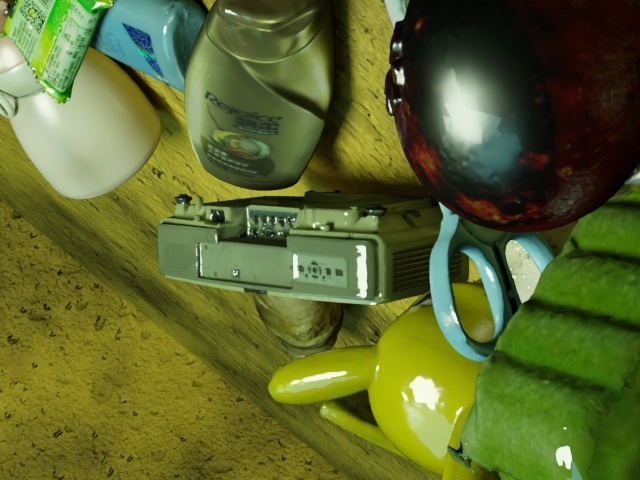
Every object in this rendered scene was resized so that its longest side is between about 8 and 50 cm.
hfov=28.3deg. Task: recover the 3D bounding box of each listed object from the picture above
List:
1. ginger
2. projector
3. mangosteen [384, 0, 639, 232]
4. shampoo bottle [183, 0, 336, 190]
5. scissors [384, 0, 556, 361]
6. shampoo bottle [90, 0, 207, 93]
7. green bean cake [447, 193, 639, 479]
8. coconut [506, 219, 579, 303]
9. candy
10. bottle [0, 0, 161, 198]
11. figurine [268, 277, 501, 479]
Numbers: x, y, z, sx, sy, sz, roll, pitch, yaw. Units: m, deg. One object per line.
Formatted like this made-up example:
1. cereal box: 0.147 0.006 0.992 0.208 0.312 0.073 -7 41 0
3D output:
1. ginger: -0.027 0.076 1.568 0.116 0.109 0.263 30 164 16
2. projector: 0.000 0.000 1.187 0.269 0.088 0.193 5 -171 39
3. mangosteen: 0.134 -0.086 0.687 0.200 0.200 0.200 35 164 11
4. shampoo bottle: -0.049 -0.135 1.051 0.125 0.084 0.350 12 163 -3
5. scissors: 0.092 -0.049 0.841 0.030 0.125 0.256 -26 79 45
6. shampoo bottle: -0.208 -0.221 1.209 0.258 0.061 0.104 28 152 33
7. green bean cake: 0.244 0.104 0.795 0.250 0.247 0.156 47 163 -29
8. coconut: 0.170 0.004 0.940 0.110 0.110 0.124 36 158 6
9. candy: -0.244 -0.210 1.175 0.102 0.032 0.178 47 144 4
10. bottle: -0.292 -0.173 1.394 0.147 0.147 0.236 20 152 47
11. figurine: 0.128 0.113 1.040 0.218 0.169 0.326 24 -169 35
